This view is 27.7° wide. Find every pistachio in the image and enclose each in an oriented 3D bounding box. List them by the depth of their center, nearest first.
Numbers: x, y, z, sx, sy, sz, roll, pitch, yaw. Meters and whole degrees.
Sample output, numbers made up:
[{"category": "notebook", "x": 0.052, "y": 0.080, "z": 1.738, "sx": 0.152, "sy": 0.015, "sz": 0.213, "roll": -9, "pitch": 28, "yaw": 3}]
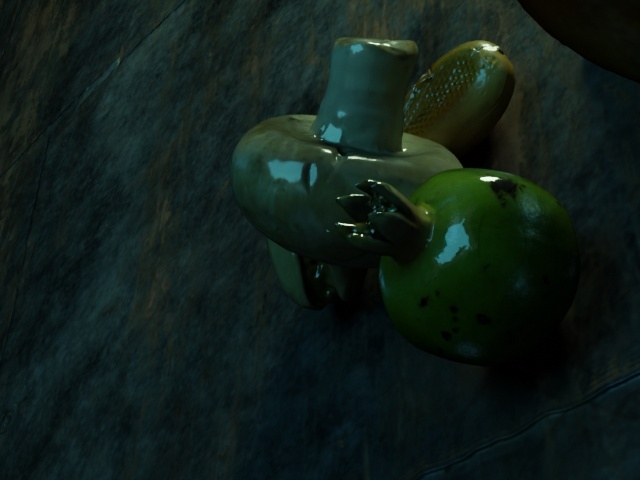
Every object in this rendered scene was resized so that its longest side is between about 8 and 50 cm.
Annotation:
[{"category": "pistachio", "x": 0.000, "y": 0.000, "z": 1.456, "sx": 0.124, "sy": 0.124, "sz": 0.184, "roll": -36, "pitch": 41, "yaw": 34}]

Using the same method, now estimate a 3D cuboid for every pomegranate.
[{"category": "pomegranate", "x": 0.115, "y": 0.012, "z": 1.138, "sx": 0.187, "sy": 0.225, "sz": 0.187, "roll": -41, "pitch": 36, "yaw": 39}]

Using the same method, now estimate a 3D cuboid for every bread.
[{"category": "bread", "x": 0.143, "y": -0.138, "z": 1.407, "sx": 0.189, "sy": 0.077, "sz": 0.114, "roll": -45, "pitch": 49, "yaw": 35}]

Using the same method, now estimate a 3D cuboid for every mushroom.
[{"category": "mushroom", "x": 0.034, "y": -0.093, "z": 1.295, "sx": 0.243, "sy": 0.243, "sz": 0.243, "roll": -38, "pitch": 34, "yaw": 31}]

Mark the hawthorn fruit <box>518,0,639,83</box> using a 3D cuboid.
[{"category": "hawthorn fruit", "x": 0.330, "y": -0.303, "z": 0.993, "sx": 0.403, "sy": 0.403, "sz": 0.402, "roll": -38, "pitch": 34, "yaw": 31}]
